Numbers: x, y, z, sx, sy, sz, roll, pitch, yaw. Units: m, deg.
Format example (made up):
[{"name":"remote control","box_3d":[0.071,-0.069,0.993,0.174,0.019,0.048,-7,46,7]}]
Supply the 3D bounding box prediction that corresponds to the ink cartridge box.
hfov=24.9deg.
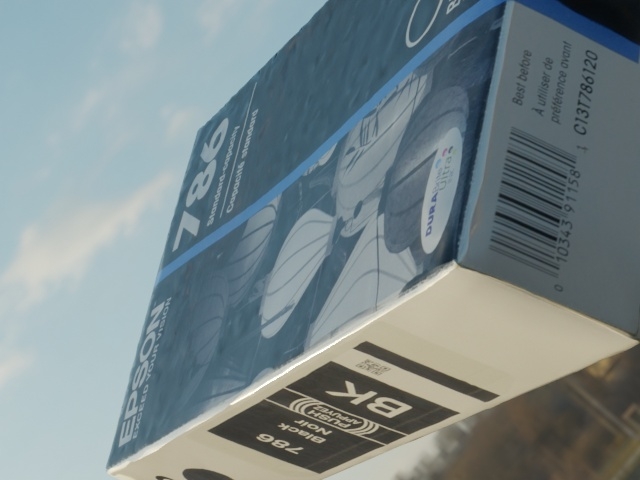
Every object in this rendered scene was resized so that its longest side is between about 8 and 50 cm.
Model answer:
[{"name":"ink cartridge box","box_3d":[0.000,0.000,0.522,0.333,0.065,0.165,-39,34,56]}]
